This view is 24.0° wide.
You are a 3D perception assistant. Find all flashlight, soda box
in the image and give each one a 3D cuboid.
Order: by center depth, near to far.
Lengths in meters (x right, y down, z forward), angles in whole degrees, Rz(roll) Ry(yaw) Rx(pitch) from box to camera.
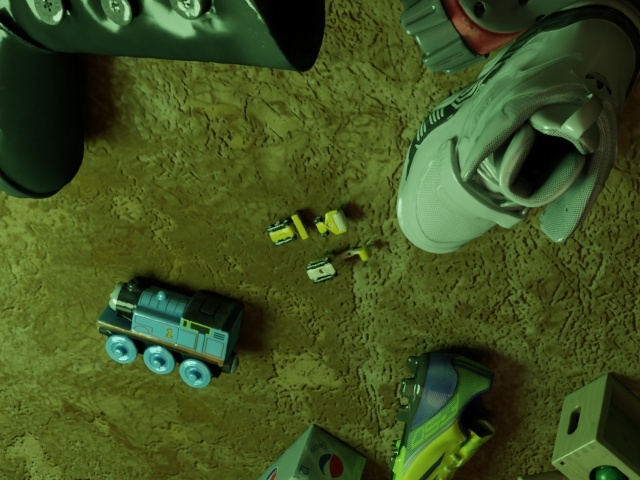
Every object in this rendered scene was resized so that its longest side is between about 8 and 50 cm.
[{"bbox_3d":[0.219,-0.255,1.356,0.304,0.103,0.103,-25,106,28],"label":"flashlight"},{"bbox_3d":[-0.056,0.367,1.994,0.091,0.098,0.286,33,131,-9],"label":"soda box"}]

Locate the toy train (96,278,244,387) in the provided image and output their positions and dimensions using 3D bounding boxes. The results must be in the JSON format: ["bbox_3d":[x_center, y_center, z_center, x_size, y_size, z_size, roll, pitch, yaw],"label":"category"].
[{"bbox_3d":[-0.183,0.107,1.839,0.184,0.080,0.105,18,123,8],"label":"toy train"}]

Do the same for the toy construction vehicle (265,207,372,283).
[{"bbox_3d":[0.000,0.000,1.715,0.098,0.035,0.086,-21,108,29],"label":"toy construction vehicle"}]

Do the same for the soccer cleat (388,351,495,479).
[{"bbox_3d":[0.147,0.252,1.831,0.121,0.093,0.289,9,131,4],"label":"soccer cleat"}]

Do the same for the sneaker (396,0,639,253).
[{"bbox_3d":[0.173,-0.070,1.470,0.137,0.210,0.366,33,132,-9],"label":"sneaker"}]

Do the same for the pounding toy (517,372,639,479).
[{"bbox_3d":[0.316,0.246,1.729,0.130,0.141,0.100,40,130,-15],"label":"pounding toy"}]

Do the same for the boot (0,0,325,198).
[{"bbox_3d":[-0.187,-0.199,1.496,0.445,0.146,0.367,0,128,30],"label":"boot"}]
